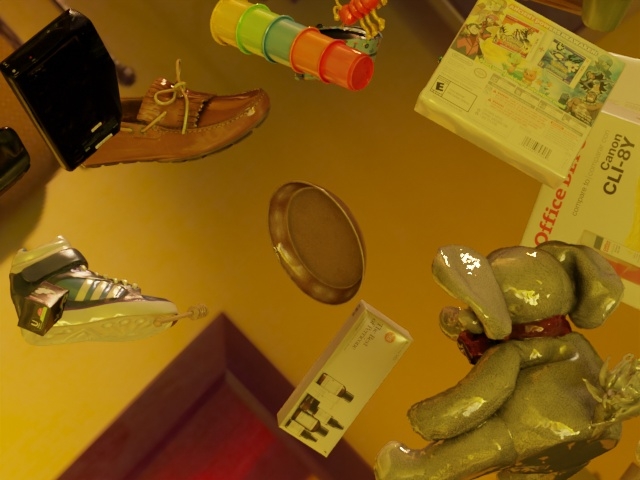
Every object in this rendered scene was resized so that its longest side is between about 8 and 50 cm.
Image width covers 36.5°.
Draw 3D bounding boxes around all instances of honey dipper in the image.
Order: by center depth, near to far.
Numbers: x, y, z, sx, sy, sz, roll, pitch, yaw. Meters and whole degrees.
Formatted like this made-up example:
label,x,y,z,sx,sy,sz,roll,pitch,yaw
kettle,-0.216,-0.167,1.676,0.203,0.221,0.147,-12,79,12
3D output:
label,x,y,z,sx,sy,sz,roll,pitch,yaw
honey dipper,-0.281,0.151,1.945,0.030,0.030,0.160,-40,166,24

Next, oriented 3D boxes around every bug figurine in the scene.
label,x,y,z,sx,sy,sz,roll,pitch,yaw
bug figurine,0.111,-0.489,1.677,0.216,0.072,0.279,-30,-140,38

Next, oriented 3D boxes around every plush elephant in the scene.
label,x,y,z,sx,sy,sz,roll,pitch,yaw
plush elephant,0.215,0.124,1.087,0.330,0.271,0.256,-46,-133,44

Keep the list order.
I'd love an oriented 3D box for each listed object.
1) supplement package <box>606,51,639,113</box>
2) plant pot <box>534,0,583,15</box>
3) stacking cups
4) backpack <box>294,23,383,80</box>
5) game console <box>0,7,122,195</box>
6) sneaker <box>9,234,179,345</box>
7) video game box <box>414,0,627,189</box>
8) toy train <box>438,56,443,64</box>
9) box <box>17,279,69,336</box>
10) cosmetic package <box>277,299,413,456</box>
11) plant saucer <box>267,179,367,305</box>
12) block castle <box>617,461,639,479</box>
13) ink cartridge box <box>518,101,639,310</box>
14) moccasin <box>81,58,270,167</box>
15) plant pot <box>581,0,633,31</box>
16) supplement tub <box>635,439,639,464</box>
label,x,y,z,sx,sy,sz,roll,pitch,yaw
supplement package,0.566,-0.221,1.822,0.203,0.194,0.149,-55,154,-33
plant pot,0.386,-0.436,1.534,0.167,0.165,0.167,-163,-90,-72
stacking cups,-0.052,-0.325,1.638,0.096,0.316,0.096,-31,137,-34
backpack,0.043,-0.397,2.059,0.173,0.117,0.158,5,-164,21
game console,-0.408,-0.124,1.263,0.361,0.044,0.213,-45,155,-17
sneaker,-0.462,0.081,1.968,0.322,0.236,0.130,-4,149,-24
video game box,0.248,-0.192,1.209,0.187,0.205,0.048,-58,175,-15
toy train,0.253,-0.327,1.760,0.083,0.024,0.017,-14,-161,-8
box,-0.489,0.119,1.716,0.083,0.052,0.062,-63,175,-68
cosmetic package,0.038,0.223,1.566,0.239,0.098,0.060,-55,-167,6
plant saucer,0.000,0.000,1.211,0.029,0.168,0.168,-29,177,-37
block castle,0.383,0.553,1.332,0.212,0.303,0.453,-30,158,-46
ink cartridge box,0.550,-0.033,1.564,0.160,0.384,0.279,-11,123,-56
moccasin,-0.267,-0.219,1.663,0.379,0.147,0.139,-1,-147,25
plant pot,0.366,-0.312,1.239,0.083,0.083,0.079,-47,158,-31
supplement tub,0.578,0.361,1.596,0.071,0.071,0.107,-44,-165,-10
